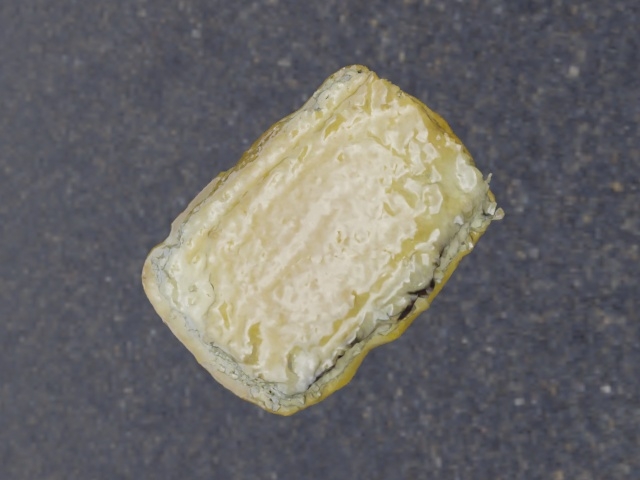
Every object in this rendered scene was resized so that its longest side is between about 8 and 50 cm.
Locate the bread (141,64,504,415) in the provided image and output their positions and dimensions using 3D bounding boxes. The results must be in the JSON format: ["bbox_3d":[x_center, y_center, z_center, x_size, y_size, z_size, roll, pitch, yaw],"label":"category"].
[{"bbox_3d":[0.000,0.000,0.890,0.174,0.121,0.245,44,91,8],"label":"bread"}]
